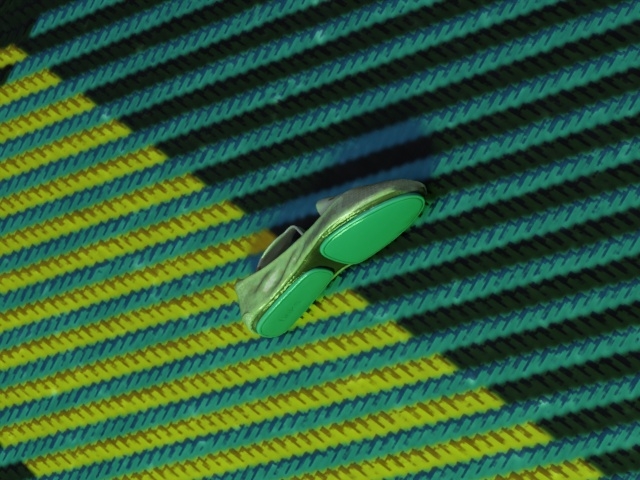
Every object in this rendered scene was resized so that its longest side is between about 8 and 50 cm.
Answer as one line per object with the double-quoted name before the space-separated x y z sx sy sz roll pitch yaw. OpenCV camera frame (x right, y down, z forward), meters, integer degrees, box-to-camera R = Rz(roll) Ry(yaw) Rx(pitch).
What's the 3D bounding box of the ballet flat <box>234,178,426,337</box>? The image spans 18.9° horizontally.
"ballet flat" 0.000 0.000 1.317 0.168 0.057 0.052 -41 55 22
